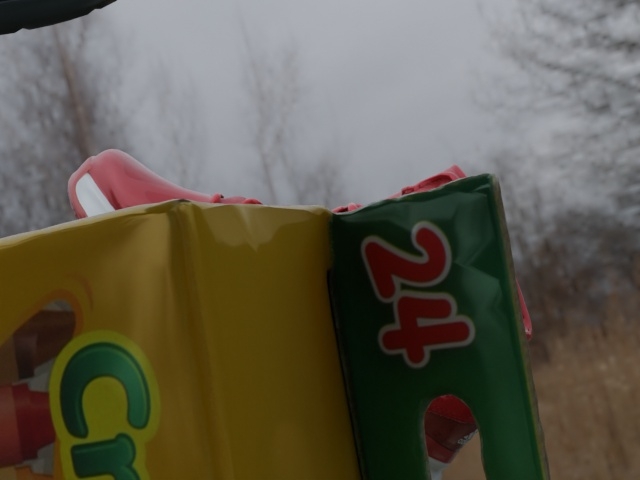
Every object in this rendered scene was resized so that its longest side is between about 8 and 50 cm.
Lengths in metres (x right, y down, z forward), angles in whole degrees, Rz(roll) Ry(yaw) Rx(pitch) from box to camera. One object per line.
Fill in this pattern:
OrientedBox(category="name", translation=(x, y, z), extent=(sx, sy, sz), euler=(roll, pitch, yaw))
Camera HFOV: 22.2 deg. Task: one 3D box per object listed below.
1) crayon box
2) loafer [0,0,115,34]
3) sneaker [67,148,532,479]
OrientedBox(category="crayon box", translation=(-0.090, 0.105, 0.456), extent=(0.318, 0.202, 0.081), euler=(-14, -7, 27))
OrientedBox(category="loafer", translation=(-0.054, -0.120, 0.401), extent=(0.267, 0.096, 0.084), euler=(-34, -32, -53))
OrientedBox(category="sneaker", translation=(0.000, 0.000, 0.723), extent=(0.128, 0.221, 0.087), euler=(-53, -14, 7))
